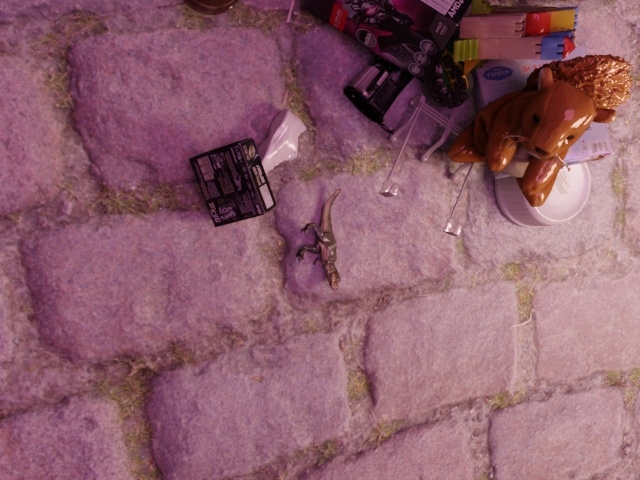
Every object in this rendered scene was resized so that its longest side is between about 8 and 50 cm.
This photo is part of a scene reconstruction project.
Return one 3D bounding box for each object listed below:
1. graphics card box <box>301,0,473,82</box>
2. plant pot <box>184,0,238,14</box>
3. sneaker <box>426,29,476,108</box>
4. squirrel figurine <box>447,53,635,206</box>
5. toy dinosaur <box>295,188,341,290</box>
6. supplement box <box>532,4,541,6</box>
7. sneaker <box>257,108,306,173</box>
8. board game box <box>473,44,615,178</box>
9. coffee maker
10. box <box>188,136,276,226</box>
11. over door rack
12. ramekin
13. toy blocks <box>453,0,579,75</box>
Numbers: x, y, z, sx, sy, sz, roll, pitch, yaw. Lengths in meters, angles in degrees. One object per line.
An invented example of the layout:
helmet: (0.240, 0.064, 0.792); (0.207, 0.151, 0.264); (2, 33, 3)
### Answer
graphics card box: (0.143, -0.554, 1.456); (0.370, 0.233, 0.094); (32, 68, 0)
plant pot: (-0.241, -0.619, 1.418); (0.166, 0.165, 0.167); (-2, 97, -19)
sneaker: (0.312, -0.526, 1.650); (0.146, 0.134, 0.344); (-41, 114, -50)
squirrel figurine: (0.541, -0.308, 1.468); (0.281, 0.370, 0.397); (37, 83, 6)
toy dinosaur: (0.000, 0.000, 1.640); (0.118, 0.064, 0.268); (-5, 99, -33)
supplement box: (0.615, -0.607, 1.765); (0.083, 0.056, 0.083); (20, 91, -20)
sneaker: (-0.106, -0.220, 1.570); (0.094, 0.080, 0.212); (34, 85, -32)
board game box: (0.599, -0.351, 1.699); (0.318, 0.066, 0.318); (-9, 80, -3)
coffee maker: (0.174, -0.405, 1.626); (0.178, 0.120, 0.171); (-50, 132, -5)
box: (-0.210, -0.139, 1.502); (0.147, 0.077, 0.180); (-14, 104, 23)
over door rack: (0.292, -0.198, 1.671); (0.239, 0.108, 0.324); (28, 67, -20)
ramekin: (0.653, -0.164, 1.801); (0.272, 0.127, 0.273); (-2, 98, -17)
toy blocks: (0.512, -0.519, 1.544); (0.381, 0.260, 0.191); (-40, 133, -53)
